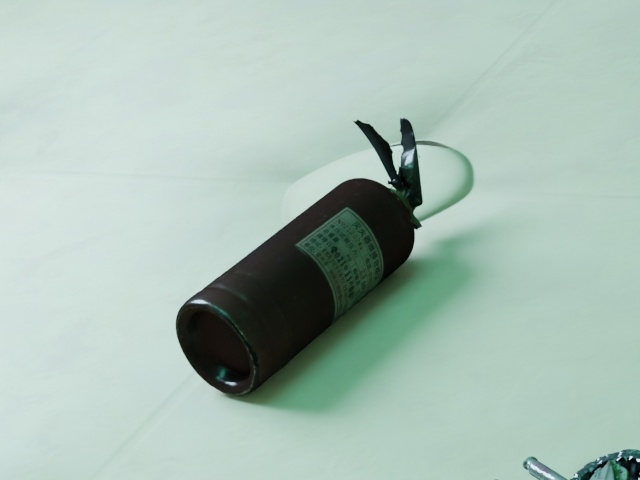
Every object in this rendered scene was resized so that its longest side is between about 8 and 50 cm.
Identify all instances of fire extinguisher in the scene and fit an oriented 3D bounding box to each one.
[{"bbox_3d":[0.000,0.000,1.115,0.071,0.099,0.231,-5,28,48],"label":"fire extinguisher"}]

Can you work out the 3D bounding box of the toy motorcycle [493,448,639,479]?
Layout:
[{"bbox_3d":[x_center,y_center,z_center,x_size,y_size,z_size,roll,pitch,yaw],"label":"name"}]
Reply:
[{"bbox_3d":[0.114,0.167,0.783,0.106,0.074,0.190,-16,26,20],"label":"toy motorcycle"}]
